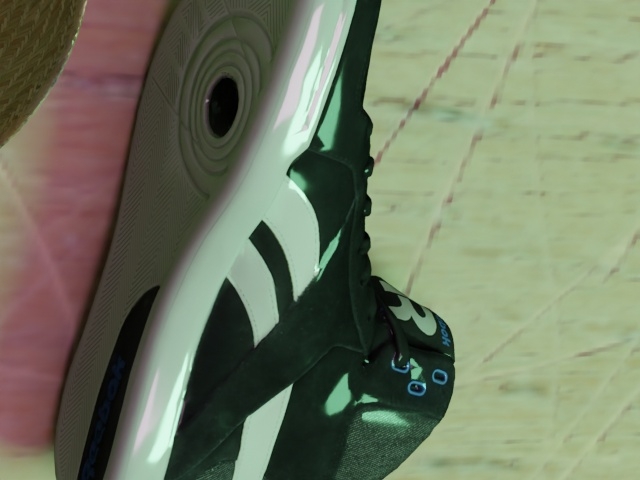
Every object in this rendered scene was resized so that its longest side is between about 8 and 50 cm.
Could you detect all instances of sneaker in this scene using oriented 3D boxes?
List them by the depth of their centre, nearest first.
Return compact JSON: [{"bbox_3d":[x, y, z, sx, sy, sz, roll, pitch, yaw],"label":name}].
[{"bbox_3d":[0.000,0.000,0.598,0.121,0.079,0.216,7,119,-31],"label":"sneaker"}]

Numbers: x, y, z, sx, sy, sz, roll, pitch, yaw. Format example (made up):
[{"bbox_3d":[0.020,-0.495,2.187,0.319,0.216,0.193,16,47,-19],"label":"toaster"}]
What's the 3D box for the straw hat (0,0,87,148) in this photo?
[{"bbox_3d":[-0.103,-0.086,0.506,0.061,0.144,0.144,-15,130,-66],"label":"straw hat"}]
